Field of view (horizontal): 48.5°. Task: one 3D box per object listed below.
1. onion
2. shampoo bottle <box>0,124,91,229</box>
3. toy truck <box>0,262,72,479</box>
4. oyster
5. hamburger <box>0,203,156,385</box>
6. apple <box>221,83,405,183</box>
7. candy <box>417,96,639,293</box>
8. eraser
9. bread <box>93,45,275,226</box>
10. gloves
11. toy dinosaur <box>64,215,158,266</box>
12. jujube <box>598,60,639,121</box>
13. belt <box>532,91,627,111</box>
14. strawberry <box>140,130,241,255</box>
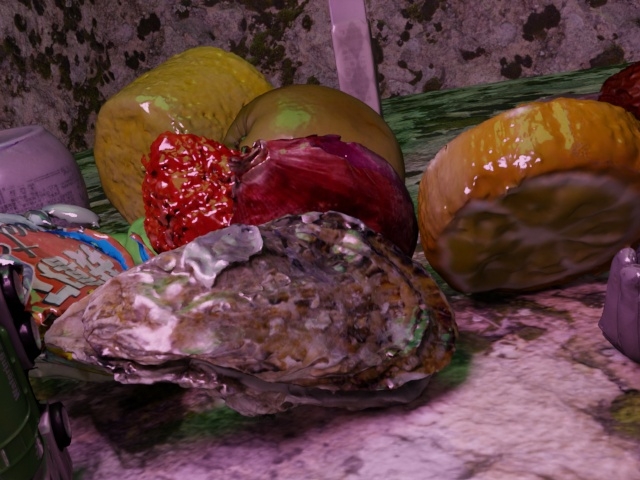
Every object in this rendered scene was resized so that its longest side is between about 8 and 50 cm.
[{"bbox_3d":[0.000,0.000,0.749,0.227,0.283,0.120,-47,51,1],"label":"onion"},{"bbox_3d":[-0.526,-0.040,1.189,0.273,0.266,0.273,-9,18,3],"label":"shampoo bottle"},{"bbox_3d":[-0.248,0.120,0.509,0.101,0.242,0.125,-16,29,-14],"label":"toy truck"},{"bbox_3d":[-0.049,0.067,0.605,0.351,0.158,0.162,-1,39,-17],"label":"oyster"},{"bbox_3d":[-0.268,0.074,0.732,0.276,0.150,0.261,30,19,23],"label":"hamburger"},{"bbox_3d":[-0.015,-0.119,1.094,0.258,0.233,0.295,31,-12,-29],"label":"apple"},{"bbox_3d":[0.227,-0.036,0.737,0.260,0.260,0.117,-10,60,3],"label":"candy"},{"bbox_3d":[0.088,-0.341,1.570,0.082,0.396,0.213,-8,16,7],"label":"eraser"},{"bbox_3d":[-0.256,-0.175,1.394,0.348,0.348,0.307,-2,30,29],"label":"bread"},{"bbox_3d":[0.308,0.052,0.598,0.142,0.119,0.286,-15,-2,31],"label":"gloves"},{"bbox_3d":[-0.221,0.064,0.948,0.500,0.143,0.374,14,41,31],"label":"toy dinosaur"},{"bbox_3d":[0.707,-0.319,1.548,0.155,0.155,0.230,-13,6,-6],"label":"jujube"},{"bbox_3d":[0.482,-0.220,1.376,0.201,0.127,0.124,-16,16,-28],"label":"belt"},{"bbox_3d":[-0.131,-0.042,0.852,0.184,0.201,0.187,-34,9,9],"label":"strawberry"}]
